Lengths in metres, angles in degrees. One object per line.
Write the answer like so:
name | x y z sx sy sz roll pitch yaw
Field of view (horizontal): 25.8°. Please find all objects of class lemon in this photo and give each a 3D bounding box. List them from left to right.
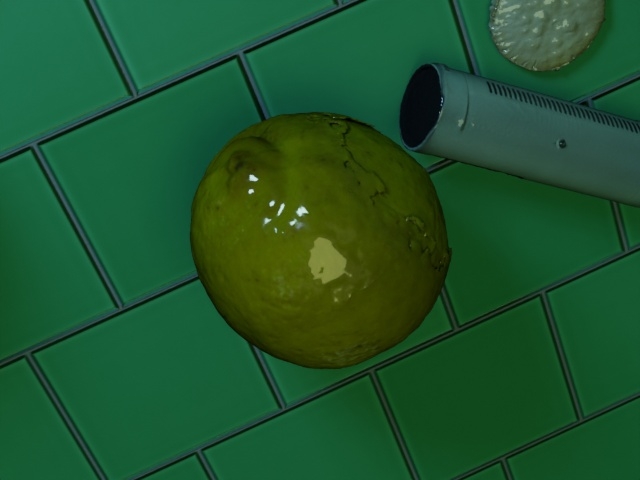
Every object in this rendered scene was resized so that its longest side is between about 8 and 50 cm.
lemon | 0.000 0.000 1.548 0.297 0.297 0.297 -8 122 -13

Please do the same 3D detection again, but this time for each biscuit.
biscuit | 0.266 -0.266 1.628 0.152 0.020 0.152 -8 123 -13

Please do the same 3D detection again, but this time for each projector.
projector | 0.261 -0.123 1.661 0.338 0.108 0.108 12 116 -24
